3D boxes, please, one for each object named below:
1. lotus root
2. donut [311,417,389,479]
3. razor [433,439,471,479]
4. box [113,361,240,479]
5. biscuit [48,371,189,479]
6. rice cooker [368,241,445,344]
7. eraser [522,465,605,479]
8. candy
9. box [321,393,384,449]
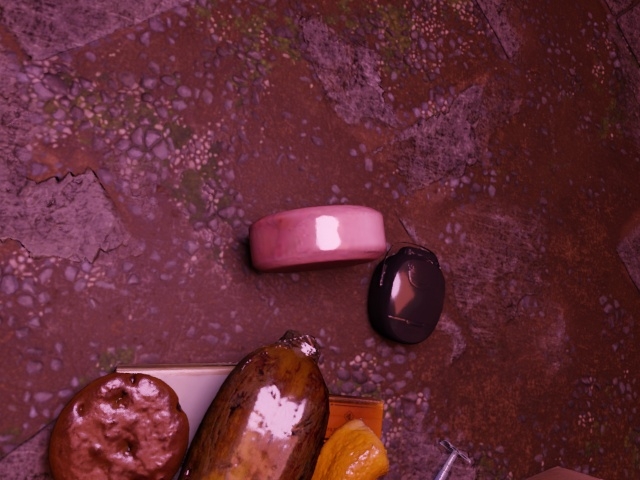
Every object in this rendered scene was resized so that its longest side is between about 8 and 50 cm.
[{"bbox_3d":[-0.102,0.332,0.904,0.196,0.179,0.397,30,69,-18],"label":"lotus root"},{"bbox_3d":[0.057,0.464,0.994,0.152,0.101,0.259,-18,95,-20],"label":"donut"},{"bbox_3d":[0.248,0.489,1.184,0.068,0.040,0.135,40,74,-14],"label":"razor"},{"bbox_3d":[-0.217,0.313,0.978,0.270,0.045,0.210,3,81,-26],"label":"box"},{"bbox_3d":[-0.308,0.310,0.888,0.212,0.036,0.212,4,80,-23],"label":"biscuit"},{"bbox_3d":[0.172,0.106,1.155,0.142,0.118,0.203,18,75,-22],"label":"rice cooker"},{"bbox_3d":[0.437,0.569,1.198,0.343,0.144,0.078,-7,87,-27],"label":"eraser"},{"bbox_3d":[0.000,0.000,1.024,0.255,0.255,0.094,-3,83,-26],"label":"candy"},{"bbox_3d":[0.031,0.410,1.070,0.152,0.070,0.237,11,76,-23],"label":"box"}]
